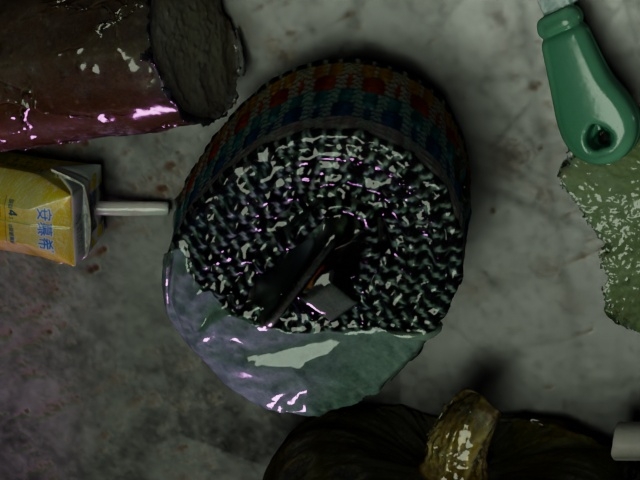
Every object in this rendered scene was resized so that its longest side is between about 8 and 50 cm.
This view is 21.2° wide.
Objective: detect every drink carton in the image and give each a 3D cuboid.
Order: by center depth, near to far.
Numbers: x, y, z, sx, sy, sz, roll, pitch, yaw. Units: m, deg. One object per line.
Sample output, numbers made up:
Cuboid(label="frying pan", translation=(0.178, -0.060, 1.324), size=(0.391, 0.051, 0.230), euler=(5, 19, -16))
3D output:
Cuboid(label="drink carton", translation=(-0.223, -0.026, 1.348), size=(0.200, 0.074, 0.084), euler=(9, 117, 15))

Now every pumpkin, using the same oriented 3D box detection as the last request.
Cuboid(label="pumpkin", translation=(0.095, 0.243, 1.290), size=(0.325, 0.232, 0.242), euler=(1, 112, 13))

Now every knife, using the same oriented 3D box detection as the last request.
Cuboid(label="knife", translation=(0.161, -0.176, 1.160), size=(0.063, 0.034, 0.260), euler=(-15, 100, 31))

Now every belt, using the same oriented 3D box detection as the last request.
Cuboid(label="belt", translation=(0.000, 0.000, 1.248), size=(0.207, 0.150, 0.257), euler=(31, 121, -10))

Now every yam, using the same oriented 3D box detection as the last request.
Cuboid(label="yam", translation=(-0.207, -0.130, 1.265), size=(0.279, 0.131, 0.131), euler=(-5, 113, 21))

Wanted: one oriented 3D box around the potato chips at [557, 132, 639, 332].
Cuboid(label="potato chips", translation=(0.275, 0.015, 1.211), size=(0.167, 0.059, 0.228), euler=(-22, 92, 13))

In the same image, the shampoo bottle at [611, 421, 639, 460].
Cuboid(label="shampoo bottle", translation=(0.356, 0.143, 1.219), size=(0.303, 0.092, 0.092), euler=(-4, 114, 27))
